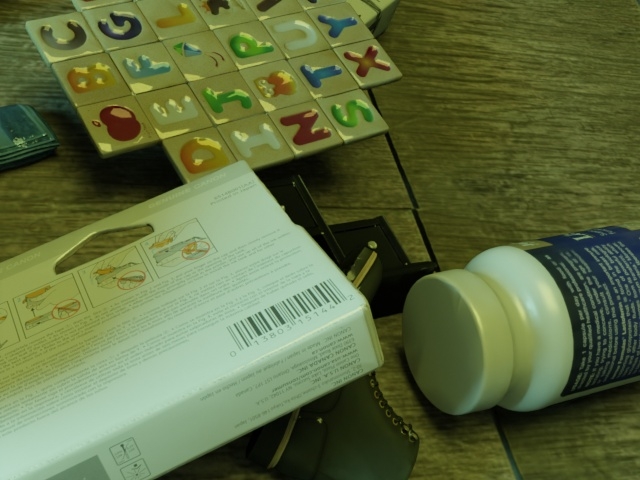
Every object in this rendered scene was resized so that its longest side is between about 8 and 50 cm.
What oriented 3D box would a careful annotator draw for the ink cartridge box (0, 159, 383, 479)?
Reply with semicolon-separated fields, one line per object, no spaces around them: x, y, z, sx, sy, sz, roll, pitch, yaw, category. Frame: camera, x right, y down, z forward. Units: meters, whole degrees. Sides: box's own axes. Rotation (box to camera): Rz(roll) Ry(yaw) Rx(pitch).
-0.138;0.069;0.819;0.296;0.066;0.261;-24;35;-11;ink cartridge box

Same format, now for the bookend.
0.000;0.000;1.005;0.157;0.072;0.156;-9;55;-30;bookend

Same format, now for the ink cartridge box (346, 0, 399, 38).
0.012;-0.273;1.254;0.109;0.063;0.150;35;47;9;ink cartridge box

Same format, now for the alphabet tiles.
-0.096;-0.187;1.051;0.343;0.011;0.285;-19;64;-30;alphabet tiles

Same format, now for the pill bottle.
0.217;0.073;0.978;0.265;0.153;0.153;-9;55;-30;pill bottle

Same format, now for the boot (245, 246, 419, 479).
0.040;0.118;0.884;0.137;0.077;0.197;27;86;-6;boot

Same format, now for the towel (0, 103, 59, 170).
-0.310;-0.093;0.983;0.119;0.029;0.067;-24;63;-36;towel
